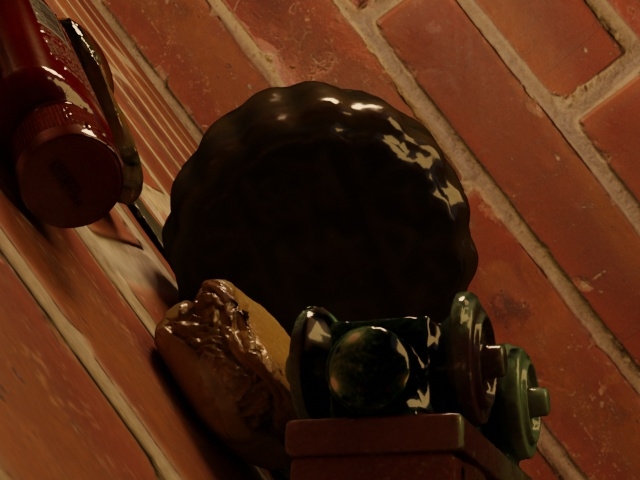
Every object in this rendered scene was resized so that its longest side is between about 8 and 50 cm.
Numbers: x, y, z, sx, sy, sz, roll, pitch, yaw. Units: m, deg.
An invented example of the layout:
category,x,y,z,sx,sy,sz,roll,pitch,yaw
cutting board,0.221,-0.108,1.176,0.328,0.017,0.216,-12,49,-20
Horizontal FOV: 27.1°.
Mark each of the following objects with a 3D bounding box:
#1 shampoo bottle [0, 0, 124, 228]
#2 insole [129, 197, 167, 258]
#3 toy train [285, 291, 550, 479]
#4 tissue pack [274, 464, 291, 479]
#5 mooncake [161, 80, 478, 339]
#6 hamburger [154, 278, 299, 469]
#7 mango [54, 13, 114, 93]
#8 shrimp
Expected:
category,x,y,z,sx,sy,sz,roll,pitch,yaw
shampoo bottle,-0.210,-0.106,0.995,0.118,0.076,0.314,64,-5,-33
insole,-0.129,0.045,1.369,0.348,0.009,0.119,53,0,22
toy train,0.071,0.163,0.901,0.304,0.150,0.221,42,45,-64
tissue pack,0.026,0.203,1.064,0.111,0.079,0.085,54,2,19
mooncake,0.000,0.000,1.214,0.290,0.290,0.161,53,6,-15
hamburger,-0.056,0.096,0.963,0.138,0.083,0.147,58,5,29
mango,-0.270,-0.188,1.438,0.127,0.063,0.077,56,36,-15
shrimp,-0.211,-0.126,1.203,0.217,0.051,0.150,47,-29,44
